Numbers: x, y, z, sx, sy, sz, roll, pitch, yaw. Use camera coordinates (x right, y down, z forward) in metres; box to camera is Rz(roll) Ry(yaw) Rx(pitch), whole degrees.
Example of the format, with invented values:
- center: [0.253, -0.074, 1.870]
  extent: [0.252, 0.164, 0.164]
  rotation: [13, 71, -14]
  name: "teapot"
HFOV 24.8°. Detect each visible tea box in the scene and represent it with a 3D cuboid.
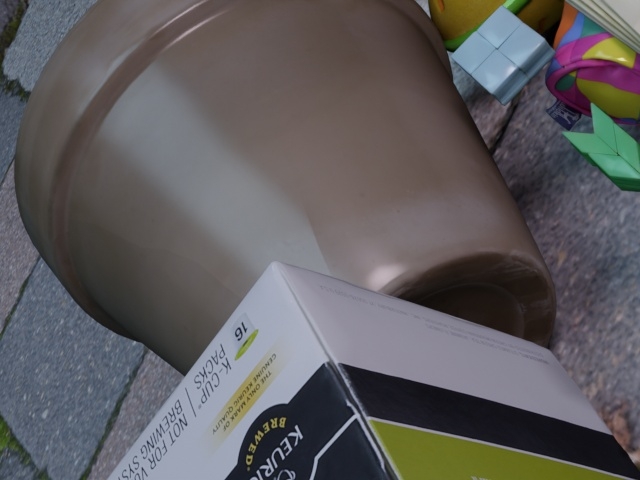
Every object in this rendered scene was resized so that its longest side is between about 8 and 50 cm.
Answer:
- center: [0.021, 0.249, 0.729]
  extent: [0.329, 0.220, 0.323]
  rotation: [-52, 42, 22]
  name: "tea box"

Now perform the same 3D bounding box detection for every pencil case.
- center: [0.209, -0.180, 0.916]
  extent: [0.104, 0.104, 0.236]
  rotation: [-9, 61, 57]
  name: "pencil case"

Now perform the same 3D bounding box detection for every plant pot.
- center: [0.000, 0.000, 0.963]
  extent: [0.323, 0.323, 0.280]
  rotation: [-55, 48, 18]
  name: "plant pot"

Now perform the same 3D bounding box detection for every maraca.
- center: [0.148, -0.208, 1.039]
  extent: [0.186, 0.099, 0.127]
  rotation: [-48, 23, 13]
  name: "maraca"

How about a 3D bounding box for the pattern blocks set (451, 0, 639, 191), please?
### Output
- center: [0.232, -0.179, 0.813]
  extent: [0.285, 0.026, 0.325]
  rotation: [36, 89, 42]
  name: "pattern blocks set"
